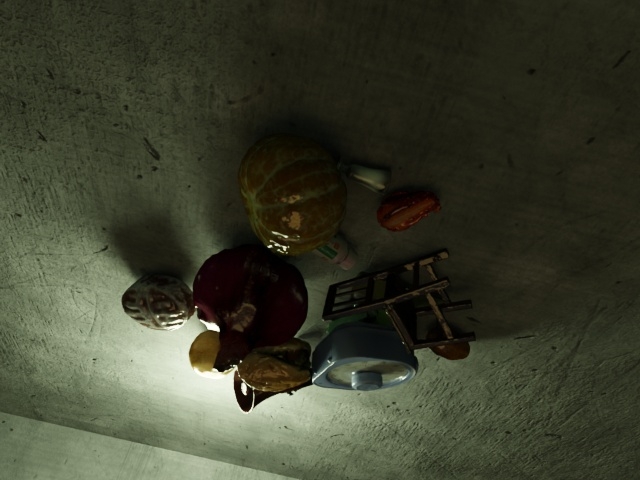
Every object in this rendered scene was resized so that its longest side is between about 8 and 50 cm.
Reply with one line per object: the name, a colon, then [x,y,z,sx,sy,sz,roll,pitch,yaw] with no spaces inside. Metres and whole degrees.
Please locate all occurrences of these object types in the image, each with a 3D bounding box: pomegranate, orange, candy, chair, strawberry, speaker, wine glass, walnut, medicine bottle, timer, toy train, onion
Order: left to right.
candy: [-0.599,0.231,1.930,0.290,0.157,0.214,-2,121,24]
pomegranate: [-0.439,0.466,2.120,0.207,0.207,0.207,6,136,6]
onion: [-0.239,0.237,1.667,0.399,0.420,0.398,4,128,5]
speaker: [-0.186,0.537,2.130,0.330,0.259,0.198,-11,-175,-33]
orange: [-0.075,-0.123,1.350,0.249,0.329,0.329,-17,144,-26]
medicine bottle: [0.000,0.000,1.600,0.260,0.095,0.095,35,132,-21]
toy train: [0.142,0.310,1.895,0.157,0.105,0.253,24,139,-32]
wine glass: [0.113,-0.177,1.409,0.155,0.072,0.072,18,136,-5]
timer: [0.177,0.447,1.858,0.395,0.173,0.395,-1,147,-1]
chair: [0.250,0.226,1.652,0.416,0.203,0.240,-20,116,23]
strawberry: [0.248,-0.094,1.468,0.188,0.082,0.121,-25,146,21]
walnut: [0.472,0.382,1.889,0.207,0.115,0.116,25,136,-24]

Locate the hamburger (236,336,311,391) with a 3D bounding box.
hamburger: [-0.127,0.445,1.868,0.209,0.162,0.330,-24,151,29]

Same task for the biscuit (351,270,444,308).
biscuit: [0.269,0.180,1.764,0.323,0.038,0.099,16,129,-6]
